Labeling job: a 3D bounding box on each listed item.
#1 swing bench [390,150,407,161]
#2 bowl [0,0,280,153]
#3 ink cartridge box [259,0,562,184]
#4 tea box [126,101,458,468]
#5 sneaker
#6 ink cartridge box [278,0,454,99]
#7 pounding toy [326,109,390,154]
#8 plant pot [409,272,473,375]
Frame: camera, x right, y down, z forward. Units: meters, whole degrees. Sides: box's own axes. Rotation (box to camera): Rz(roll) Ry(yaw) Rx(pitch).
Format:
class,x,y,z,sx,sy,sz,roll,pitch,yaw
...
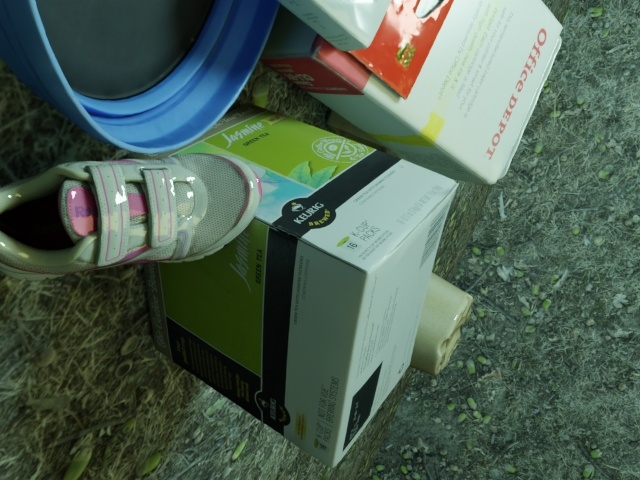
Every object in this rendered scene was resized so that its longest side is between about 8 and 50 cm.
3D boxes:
class,x,y,z,sx,sy,sz,roll,pitch,yaw
swing bench,0.261,-0.279,1.249,0.255,0.165,0.253,-42,147,-53
bowl,-0.125,-0.268,0.443,0.391,0.077,0.391,20,90,-79
ink cartridge box,0.146,-0.284,0.781,0.385,0.160,0.279,26,88,-36
tea box,-0.044,0.045,0.698,0.220,0.324,0.329,-40,147,-44
sneaker,-0.172,-0.020,0.467,0.111,0.252,0.103,164,-90,-80
ink cartridge box,0.091,-0.333,0.597,0.239,0.060,0.275,27,88,-34
pounding toy,0.072,-0.229,0.951,0.130,0.141,0.100,-4,117,-80
plant pot,0.211,0.181,1.401,0.334,0.306,0.333,-48,151,-37
